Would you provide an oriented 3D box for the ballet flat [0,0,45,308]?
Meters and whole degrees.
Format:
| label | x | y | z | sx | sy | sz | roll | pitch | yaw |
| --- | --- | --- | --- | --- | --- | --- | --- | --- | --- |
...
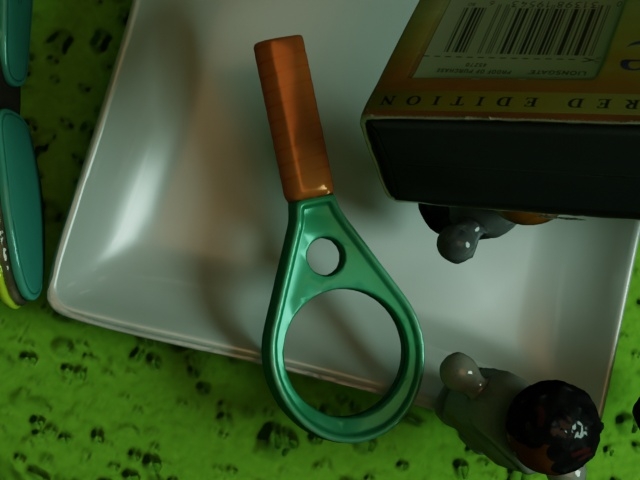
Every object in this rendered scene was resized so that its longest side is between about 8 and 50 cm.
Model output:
| label | x | y | z | sx | sy | sz | roll | pitch | yaw |
| --- | --- | --- | --- | --- | --- | --- | --- | --- | --- |
| ballet flat | -0.196 | -0.075 | 0.731 | 0.077 | 0.077 | 0.231 | -4 | 84 | 5 |

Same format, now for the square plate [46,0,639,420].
| label | x | y | z | sx | sy | sz | roll | pitch | yaw |
| --- | --- | --- | --- | --- | --- | --- | --- | --- | --- |
| square plate | 0.044 | -0.081 | 0.804 | 0.344 | 0.049 | 0.347 | 16 | 82 | -14 |

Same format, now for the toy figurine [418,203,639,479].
| label | x | y | z | sx | sy | sz | roll | pitch | yaw |
| --- | --- | --- | --- | --- | --- | --- | --- | --- | --- |
| toy figurine | 0.166 | 0.032 | 0.728 | 0.209 | 0.148 | 0.213 | 0 | 88 | -16 |

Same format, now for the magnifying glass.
| label | x | y | z | sx | sy | sz | roll | pitch | yaw |
| --- | --- | --- | --- | --- | --- | --- | --- | --- | --- |
| magnifying glass | 0.000 | 0.000 | 0.748 | 0.092 | 0.026 | 0.231 | -12 | 89 | -16 |

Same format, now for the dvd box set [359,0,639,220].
| label | x | y | z | sx | sy | sz | roll | pitch | yaw |
| --- | --- | --- | --- | --- | --- | --- | --- | --- | --- |
| dvd box set | 0.233 | -0.176 | 0.677 | 0.420 | 0.307 | 0.062 | -64 | 146 | -37 |
